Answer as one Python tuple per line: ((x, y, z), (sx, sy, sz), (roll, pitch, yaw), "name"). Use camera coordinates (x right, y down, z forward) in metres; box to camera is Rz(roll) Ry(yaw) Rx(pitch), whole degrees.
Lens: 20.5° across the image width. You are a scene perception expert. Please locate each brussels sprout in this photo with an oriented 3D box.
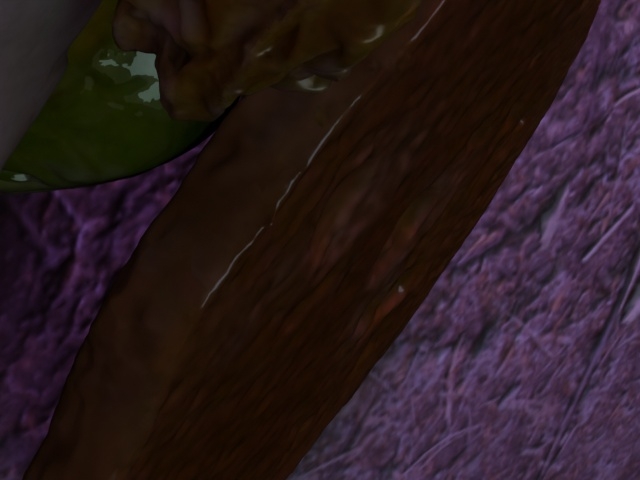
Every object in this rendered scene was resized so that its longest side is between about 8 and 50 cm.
((-0.093, -0.083, 0.715), (0.155, 0.155, 0.117), (-50, 143, -7), "brussels sprout")

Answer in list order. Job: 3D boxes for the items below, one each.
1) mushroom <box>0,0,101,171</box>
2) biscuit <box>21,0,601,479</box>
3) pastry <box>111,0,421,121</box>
((-0.176, -0.119, 0.575), (0.260, 0.234, 0.254), (-19, 106, 13), "mushroom")
((-0.002, -0.001, 0.845), (0.385, 0.062, 0.365), (-54, 166, 1), "biscuit")
((0.025, -0.141, 0.578), (0.154, 0.102, 0.250), (-49, -177, 40), "pastry")
